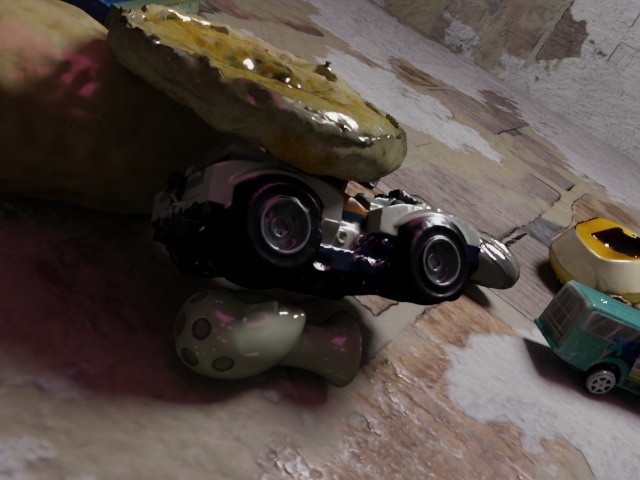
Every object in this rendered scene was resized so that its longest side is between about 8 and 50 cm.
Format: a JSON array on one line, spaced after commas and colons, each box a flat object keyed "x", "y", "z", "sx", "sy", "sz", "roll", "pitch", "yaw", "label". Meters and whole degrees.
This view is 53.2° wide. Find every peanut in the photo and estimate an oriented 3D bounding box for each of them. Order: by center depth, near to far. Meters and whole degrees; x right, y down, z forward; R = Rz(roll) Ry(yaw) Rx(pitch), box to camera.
[{"x": -0.226, "y": -0.124, "z": 0.602, "sx": 0.387, "sy": 0.169, "sz": 0.192, "roll": 14, "pitch": 41, "yaw": -32, "label": "peanut"}]

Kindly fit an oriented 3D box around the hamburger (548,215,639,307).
[{"x": 0.455, "y": 0.044, "z": 1.012, "sx": 0.173, "sy": 0.116, "sz": 0.210, "roll": 36, "pitch": 31, "yaw": 32, "label": "hamburger"}]

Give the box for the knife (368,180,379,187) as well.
[{"x": 0.060, "y": -0.109, "z": 1.001, "sx": 0.072, "sy": 0.019, "sz": 0.245, "roll": 30, "pitch": 26, "yaw": 0, "label": "knife"}]

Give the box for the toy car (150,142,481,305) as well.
[{"x": 0.001, "y": -0.002, "z": 0.584, "sx": 0.301, "sy": 0.118, "sz": 0.193, "roll": 9, "pitch": -10, "yaw": -28, "label": "toy car"}]

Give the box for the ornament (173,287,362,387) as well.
[{"x": -0.043, "y": 0.078, "z": 0.525, "sx": 0.156, "sy": 0.081, "sz": 0.075, "roll": 15, "pitch": 39, "yaw": -32, "label": "ornament"}]

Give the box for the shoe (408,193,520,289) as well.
[{"x": 0.164, "y": 0.014, "z": 0.841, "sx": 0.194, "sy": 0.074, "sz": 0.077, "roll": 34, "pitch": 39, "yaw": 15, "label": "shoe"}]

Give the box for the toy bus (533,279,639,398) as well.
[{"x": 0.395, "y": 0.144, "z": 0.789, "sx": 0.262, "sy": 0.109, "sz": 0.091, "roll": 23, "pitch": 22, "yaw": -13, "label": "toy bus"}]

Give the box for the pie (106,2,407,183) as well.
[{"x": -0.048, "y": -0.134, "z": 0.551, "sx": 0.274, "sy": 0.055, "sz": 0.274, "roll": 23, "pitch": 23, "yaw": -10, "label": "pie"}]

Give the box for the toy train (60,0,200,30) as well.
[{"x": -0.316, "y": -0.351, "z": 0.944, "sx": 0.202, "sy": 0.131, "sz": 0.299, "roll": 30, "pitch": 28, "yaw": -1, "label": "toy train"}]

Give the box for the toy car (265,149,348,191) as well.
[{"x": -0.045, "y": -0.098, "z": 0.833, "sx": 0.165, "sy": 0.071, "sz": 0.062, "roll": 20, "pitch": 14, "yaw": -16, "label": "toy car"}]
